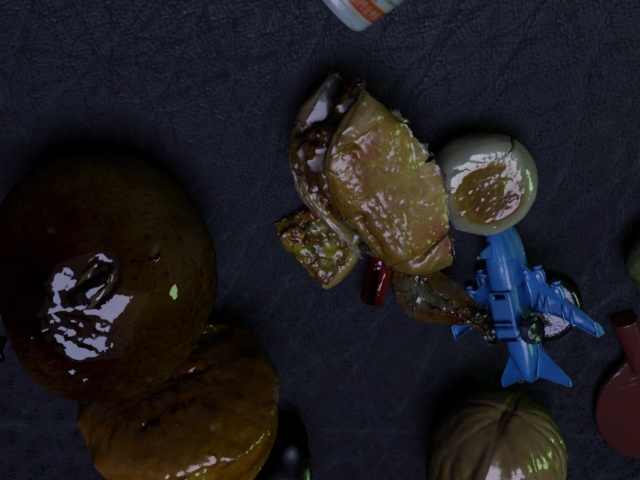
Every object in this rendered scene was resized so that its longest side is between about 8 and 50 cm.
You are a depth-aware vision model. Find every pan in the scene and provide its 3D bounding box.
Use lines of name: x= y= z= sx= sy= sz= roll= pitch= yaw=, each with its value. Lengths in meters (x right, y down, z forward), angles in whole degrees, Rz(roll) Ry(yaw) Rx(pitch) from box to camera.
pan: x=0.335 y=0.145 z=1.965 sx=0.114 sy=0.040 sz=0.212 roll=9 pitch=120 yaw=-3

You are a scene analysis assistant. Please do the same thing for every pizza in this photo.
pizza: x=0.001 y=0.000 z=1.846 sx=0.134 sy=0.046 sz=0.175 roll=-1 pitch=122 yaw=-4

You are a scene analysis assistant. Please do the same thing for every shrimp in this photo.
shrimp: x=0.178 y=0.088 z=1.862 sx=0.043 sy=0.184 sz=0.091 roll=-8 pitch=119 yaw=-50

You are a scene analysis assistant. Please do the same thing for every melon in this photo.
melon: x=0.519 y=0.008 z=1.862 sx=0.162 sy=0.099 sz=0.099 roll=-39 pitch=116 yaw=15

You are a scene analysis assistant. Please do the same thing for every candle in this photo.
candle: x=0.088 y=0.020 z=1.872 sx=0.048 sy=0.053 sz=0.162 roll=27 pitch=118 yaw=28

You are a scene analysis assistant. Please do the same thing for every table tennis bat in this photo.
table tennis bat: x=0.528 y=0.240 z=2.037 sx=0.200 sy=0.038 sz=0.310 roll=-22 pitch=121 yaw=9

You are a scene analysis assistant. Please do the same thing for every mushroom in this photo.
mushroom: x=-0.322 y=0.068 z=1.757 sx=0.334 sy=0.331 sz=0.356 roll=-23 pitch=170 yaw=-33

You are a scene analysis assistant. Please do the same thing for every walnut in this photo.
walnut: x=0.274 y=0.355 z=1.990 sx=0.224 sy=0.225 sz=0.261 roll=0 pitch=126 yaw=-4

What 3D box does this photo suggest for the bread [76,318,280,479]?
bread: x=-0.199 y=0.249 z=1.847 sx=0.312 sy=0.312 sz=0.172 roll=-13 pitch=135 yaw=4

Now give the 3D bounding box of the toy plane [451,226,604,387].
toy plane: x=0.285 y=0.093 z=1.873 sx=0.254 sy=0.105 sz=0.271 roll=-6 pitch=111 yaw=42

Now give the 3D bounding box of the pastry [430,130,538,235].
pastry: x=0.227 y=-0.084 z=1.788 sx=0.156 sy=0.092 sz=0.156 roll=-4 pitch=124 yaw=-5

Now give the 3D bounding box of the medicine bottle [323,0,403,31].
medicine bottle: x=0.102 y=-0.384 z=1.565 sx=0.252 sy=0.144 sz=0.144 roll=-38 pitch=117 yaw=16

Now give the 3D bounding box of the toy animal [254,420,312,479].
toy animal: x=-0.127 y=0.377 z=1.999 sx=0.235 sy=0.165 sz=0.187 roll=-1 pitch=120 yaw=-2

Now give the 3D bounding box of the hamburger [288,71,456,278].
hamburger: x=0.068 y=-0.083 z=1.721 sx=0.245 sy=0.155 sz=0.282 roll=0 pitch=106 yaw=-21
